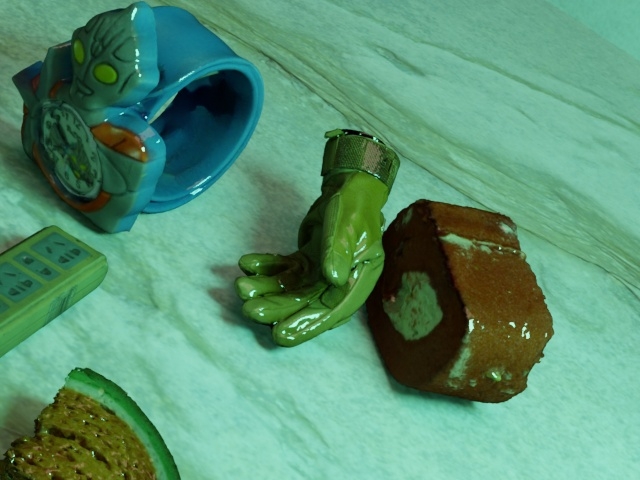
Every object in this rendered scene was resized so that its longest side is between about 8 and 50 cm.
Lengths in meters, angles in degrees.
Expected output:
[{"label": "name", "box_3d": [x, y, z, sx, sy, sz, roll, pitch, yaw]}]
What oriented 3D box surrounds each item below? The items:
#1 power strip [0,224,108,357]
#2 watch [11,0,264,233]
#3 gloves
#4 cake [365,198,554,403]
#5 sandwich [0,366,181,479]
[{"label": "power strip", "box_3d": [-0.359, 0.079, 1.540, 0.092, 0.066, 0.387, 31, 32, 11]}, {"label": "watch", "box_3d": [-0.206, -0.187, 1.811, 0.274, 0.305, 0.241, -22, 57, -42]}, {"label": "gloves", "box_3d": [0.007, 0.009, 1.830, 0.154, 0.141, 0.331, 2, 50, 28]}, {"label": "cake", "box_3d": [0.165, 0.080, 1.822, 0.151, 0.177, 0.283, 9, 42, -27]}, {"label": "sandwich", "box_3d": [-0.212, 0.240, 1.416, 0.235, 0.079, 0.159, 39, 44, 25]}]
